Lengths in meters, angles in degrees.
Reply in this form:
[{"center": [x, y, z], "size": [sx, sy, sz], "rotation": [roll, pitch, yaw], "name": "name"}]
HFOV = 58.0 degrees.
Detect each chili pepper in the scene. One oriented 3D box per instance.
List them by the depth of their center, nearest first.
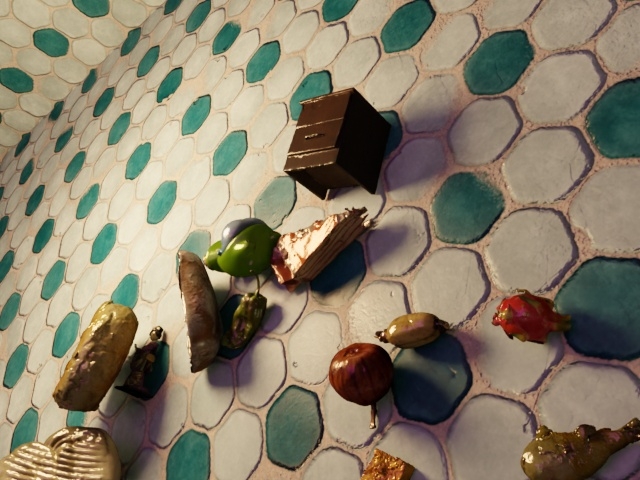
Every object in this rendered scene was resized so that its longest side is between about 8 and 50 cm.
[{"center": [-0.170, 0.176, 1.403], "size": [0.072, 0.073, 0.203], "rotation": [38, 106, 30], "name": "chili pepper"}]

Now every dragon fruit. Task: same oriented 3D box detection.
[{"center": [0.346, 0.129, 0.946], "size": [0.116, 0.081, 0.086], "rotation": [22, 76, 18], "name": "dragon fruit"}]

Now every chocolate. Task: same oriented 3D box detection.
[{"center": [-0.313, 0.174, 1.488], "size": [0.101, 0.185, 0.303], "rotation": [-11, 48, -13], "name": "chocolate"}]

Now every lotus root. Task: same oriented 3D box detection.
[{"center": [0.170, 0.169, 1.088], "size": [0.152, 0.072, 0.063], "rotation": [-17, 65, 27], "name": "lotus root"}]

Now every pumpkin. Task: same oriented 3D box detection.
[{"center": [0.115, 0.416, 1.008], "size": [0.074, 0.054, 0.083], "rotation": [16, 62, 36], "name": "pumpkin"}]

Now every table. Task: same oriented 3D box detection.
[{"center": [0.037, -0.223, 1.368], "size": [0.169, 0.172, 0.193], "rotation": [-2, 65, 42], "name": "table"}]

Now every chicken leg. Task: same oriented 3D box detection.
[{"center": [0.376, 0.296, 0.833], "size": [0.178, 0.070, 0.093], "rotation": [-29, 43, 18], "name": "chicken leg"}]

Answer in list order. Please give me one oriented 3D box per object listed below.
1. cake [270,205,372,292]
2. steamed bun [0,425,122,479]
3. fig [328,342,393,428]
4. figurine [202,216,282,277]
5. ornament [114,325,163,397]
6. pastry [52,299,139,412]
[{"center": [-0.004, -0.003, 1.332], "size": [0.287, 0.098, 0.135], "rotation": [-37, 46, 22], "name": "cake"}, {"center": [-0.638, 0.650, 1.440], "size": [0.310, 0.219, 0.324], "rotation": [-16, 51, -11], "name": "steamed bun"}, {"center": [0.087, 0.260, 1.086], "size": [0.128, 0.128, 0.150], "rotation": [-47, 70, 11], "name": "fig"}, {"center": [-0.205, 0.027, 1.471], "size": [0.263, 0.162, 0.143], "rotation": [-22, 84, 52], "name": "figurine"}, {"center": [-0.493, 0.329, 1.603], "size": [0.088, 0.081, 0.203], "rotation": [-9, 60, 39], "name": "ornament"}, {"center": [-0.607, 0.326, 1.573], "size": [0.329, 0.136, 0.329], "rotation": [-55, 17, 26], "name": "pastry"}]
